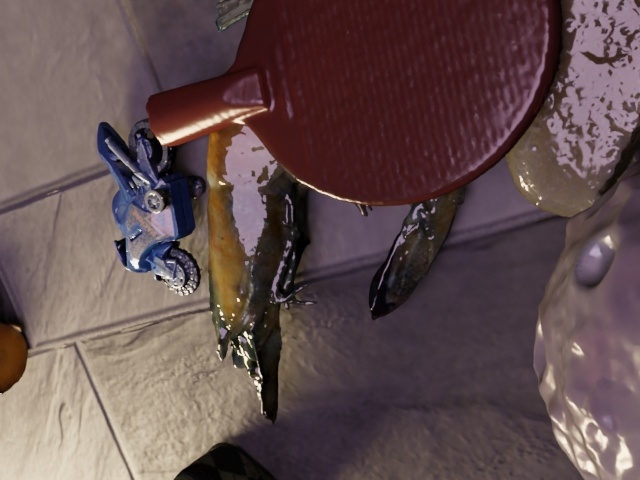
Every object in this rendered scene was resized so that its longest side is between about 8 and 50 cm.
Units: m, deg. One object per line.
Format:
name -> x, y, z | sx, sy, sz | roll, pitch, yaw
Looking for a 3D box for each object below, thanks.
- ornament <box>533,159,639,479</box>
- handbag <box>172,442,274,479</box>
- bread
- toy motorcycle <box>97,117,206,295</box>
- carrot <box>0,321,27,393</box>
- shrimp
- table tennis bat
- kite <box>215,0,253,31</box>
ornament -> 0.331, 0.073, 0.669 | 0.337, 0.337, 0.337 | 8, 110, 23
handbag -> -0.240, 0.440, 1.034 | 0.180, 0.416, 0.316 | 44, 123, 11
bread -> 0.230, -0.190, 0.771 | 0.183, 0.102, 0.337 | 29, 116, 14
toy motorcycle -> -0.192, -0.036, 1.043 | 0.114, 0.076, 0.205 | -1, 106, 33
carrot -> -0.517, 0.155, 1.245 | 0.263, 0.102, 0.101 | -4, 105, 27
shrimp -> 0.000, 0.000, 0.964 | 0.272, 0.085, 0.445 | 16, 109, 14
table tennis bat -> 0.011, -0.154, 0.827 | 0.415, 0.051, 0.268 | -12, 90, 32
kite -> -0.055, -0.362, 0.901 | 0.314, 0.011, 0.335 | 22, 114, 18
